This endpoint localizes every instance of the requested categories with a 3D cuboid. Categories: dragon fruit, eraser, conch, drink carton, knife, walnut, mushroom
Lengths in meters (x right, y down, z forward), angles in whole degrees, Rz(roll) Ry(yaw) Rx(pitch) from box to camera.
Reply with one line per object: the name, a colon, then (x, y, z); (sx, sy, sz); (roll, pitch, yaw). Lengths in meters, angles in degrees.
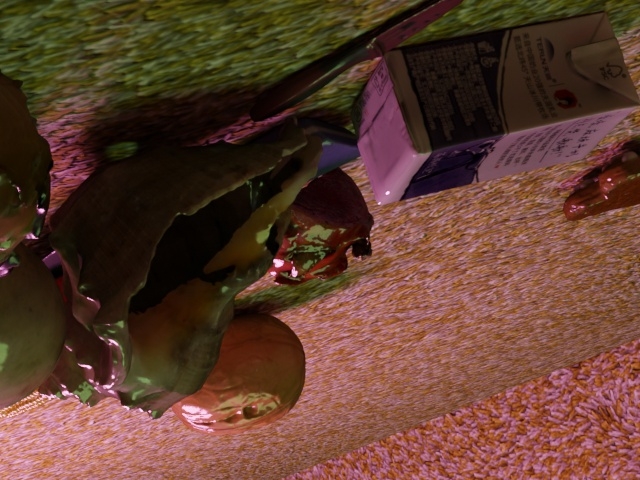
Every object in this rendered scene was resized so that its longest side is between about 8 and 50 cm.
dragon fruit: (0.000, 0.000, 1.497); (0.147, 0.096, 0.102); (-38, 172, -48)
eraser: (-0.063, -0.060, 1.431); (0.225, 0.036, 0.082); (-25, 163, 30)
conch: (-0.144, 0.010, 1.302); (0.324, 0.186, 0.263); (-60, 178, 0)
drink carton: (0.155, -0.117, 1.344); (0.222, 0.102, 0.134); (-12, 163, -17)
knife: (0.037, -0.154, 1.238); (0.247, 0.018, 0.035); (-26, 161, 30)
walnut: (-0.116, 0.182, 2.031); (0.197, 0.165, 0.165); (-8, 165, -3)
mushroom: (-0.308, 0.034, 1.199); (0.184, 0.255, 0.255); (-51, -177, -29)

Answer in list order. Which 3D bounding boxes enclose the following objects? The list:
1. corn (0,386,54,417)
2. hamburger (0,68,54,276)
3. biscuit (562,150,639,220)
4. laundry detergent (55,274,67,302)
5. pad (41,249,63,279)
corn: (-0.340, 0.158, 1.844); (0.248, 0.081, 0.081); (-26, 162, 37)
hamburger: (-0.340, -0.041, 0.904); (0.277, 0.195, 0.318); (-7, 160, -39)
biscuit: (0.447, -0.086, 1.879); (0.301, 0.049, 0.197); (-10, 168, -24)
laundry detergent: (-0.238, 0.065, 1.574); (0.097, 0.049, 0.165); (-6, 171, -2)
pad: (-0.230, 0.042, 1.619); (0.247, 0.007, 0.367); (-8, 168, -30)
